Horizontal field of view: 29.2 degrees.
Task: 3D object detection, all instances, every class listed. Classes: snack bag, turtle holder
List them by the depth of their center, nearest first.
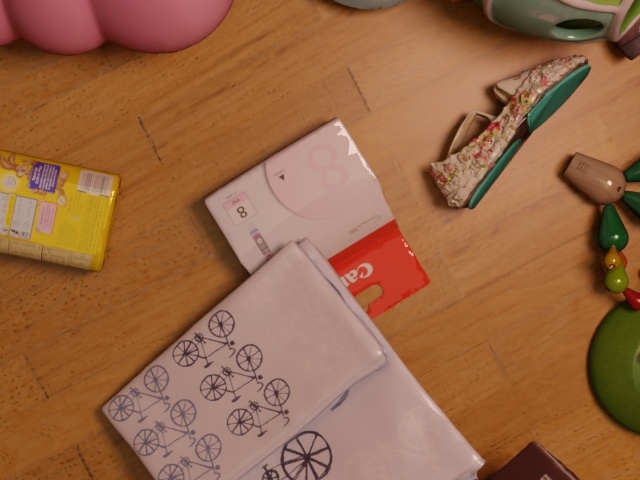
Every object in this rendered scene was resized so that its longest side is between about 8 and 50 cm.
[{"bbox_3d":[0.273,-0.351,1.322,0.227,0.320,0.243,40,58,14],"label":"turtle holder"},{"bbox_3d":[-0.038,0.224,1.404,0.323,0.037,0.342,-40,78,8],"label":"snack bag"}]

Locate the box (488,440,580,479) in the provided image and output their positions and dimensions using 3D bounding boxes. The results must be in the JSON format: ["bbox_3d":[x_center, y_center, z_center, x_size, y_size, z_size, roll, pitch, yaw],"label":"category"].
[{"bbox_3d":[0.178,0.433,1.415,0.381,0.143,0.191,-42,133,-3],"label":"box"}]

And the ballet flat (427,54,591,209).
[{"bbox_3d":[0.218,-0.143,1.459,0.077,0.091,0.241,40,85,17],"label":"ballet flat"}]

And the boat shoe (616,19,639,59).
[{"bbox_3d":[0.472,-0.304,1.464,0.285,0.103,0.092,-24,100,0],"label":"boat shoe"}]

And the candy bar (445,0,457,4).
[{"bbox_3d":[0.143,-0.362,1.471,0.040,0.018,0.161,-20,93,-3],"label":"candy bar"}]

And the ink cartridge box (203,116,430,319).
[{"bbox_3d":[0.000,0.000,1.459,0.189,0.066,0.232,-32,91,-2],"label":"ink cartridge box"}]

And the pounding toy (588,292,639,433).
[{"bbox_3d":[0.448,0.141,1.474,0.237,0.110,0.183,-29,95,-2],"label":"pounding toy"}]

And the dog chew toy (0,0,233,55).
[{"bbox_3d":[-0.266,-0.295,1.357,0.332,0.206,0.206,-9,93,4],"label":"dog chew toy"}]

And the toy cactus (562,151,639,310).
[{"bbox_3d":[0.375,-0.044,1.472,0.181,0.112,0.219,30,98,4],"label":"toy cactus"}]

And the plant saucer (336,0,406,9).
[{"bbox_3d":[0.059,-0.367,1.422,0.195,0.037,0.194,0,88,-13],"label":"plant saucer"}]

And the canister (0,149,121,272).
[{"bbox_3d":[-0.325,-0.036,1.420,0.170,0.073,0.126,12,92,-7],"label":"canister"}]
